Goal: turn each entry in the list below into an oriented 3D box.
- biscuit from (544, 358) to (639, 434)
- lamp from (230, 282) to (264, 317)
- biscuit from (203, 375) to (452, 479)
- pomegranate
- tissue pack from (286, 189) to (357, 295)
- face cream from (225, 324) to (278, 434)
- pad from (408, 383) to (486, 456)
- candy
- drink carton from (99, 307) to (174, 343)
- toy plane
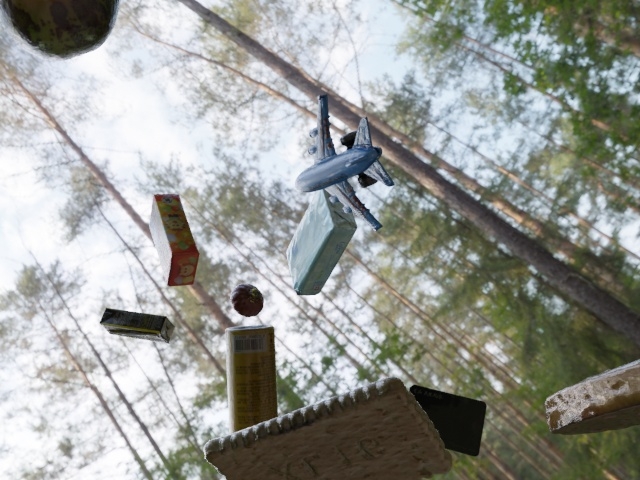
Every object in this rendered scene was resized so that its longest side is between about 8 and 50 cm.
[{"bbox_3d":[0.380,0.137,0.609,0.277,0.052,0.262,4,-27,-20],"label":"biscuit"},{"bbox_3d":[-0.205,0.168,1.772,0.101,0.101,0.090,0,-30,-45],"label":"lamp"},{"bbox_3d":[0.012,0.315,0.937,0.325,0.044,0.217,-24,-58,17],"label":"biscuit"},{"bbox_3d":[-0.469,-0.428,1.070,0.204,0.222,0.276,-21,2,16],"label":"pomegranate"},{"bbox_3d":[0.000,0.000,1.662,0.089,0.177,0.263,9,-48,-25],"label":"tissue pack"},{"bbox_3d":[-0.139,0.354,1.311,0.105,0.105,0.348,0,-95,-45],"label":"face cream"},{"bbox_3d":[0.246,0.359,1.269,0.003,0.157,0.112,6,-87,-68],"label":"pad"},{"bbox_3d":[-0.198,-0.003,0.851,0.038,0.122,0.062,-4,-45,-27],"label":"candy"},{"bbox_3d":[-0.455,0.213,1.573,0.071,0.166,0.056,77,-158,-55],"label":"drink carton"},{"bbox_3d":[0.033,-0.132,1.148,0.105,0.271,0.254,-26,-83,-23],"label":"toy plane"}]
